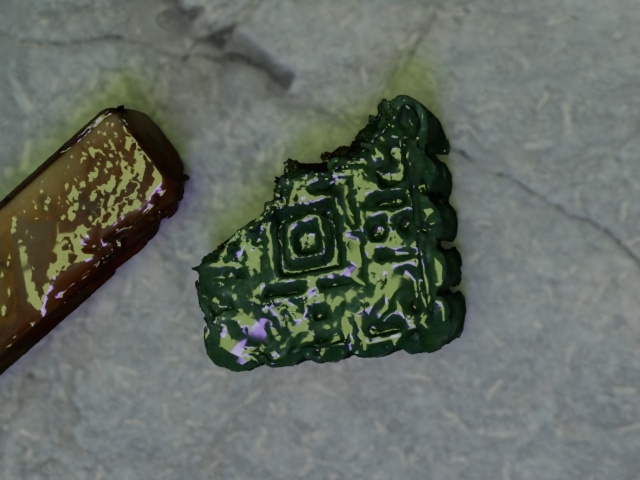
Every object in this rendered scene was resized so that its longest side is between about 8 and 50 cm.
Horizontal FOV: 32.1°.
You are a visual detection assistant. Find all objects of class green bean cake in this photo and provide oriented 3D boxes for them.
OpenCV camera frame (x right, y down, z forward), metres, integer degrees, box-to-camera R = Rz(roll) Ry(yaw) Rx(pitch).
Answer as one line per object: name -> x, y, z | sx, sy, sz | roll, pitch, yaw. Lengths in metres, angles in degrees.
green bean cake -> 0.000, 0.000, 0.847 | 0.208, 0.107, 0.193 | -9, 92, 13

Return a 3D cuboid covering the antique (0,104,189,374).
antique -> -0.238, 0.022, 0.903 | 0.310, 0.087, 0.093 | -40, 87, 10
